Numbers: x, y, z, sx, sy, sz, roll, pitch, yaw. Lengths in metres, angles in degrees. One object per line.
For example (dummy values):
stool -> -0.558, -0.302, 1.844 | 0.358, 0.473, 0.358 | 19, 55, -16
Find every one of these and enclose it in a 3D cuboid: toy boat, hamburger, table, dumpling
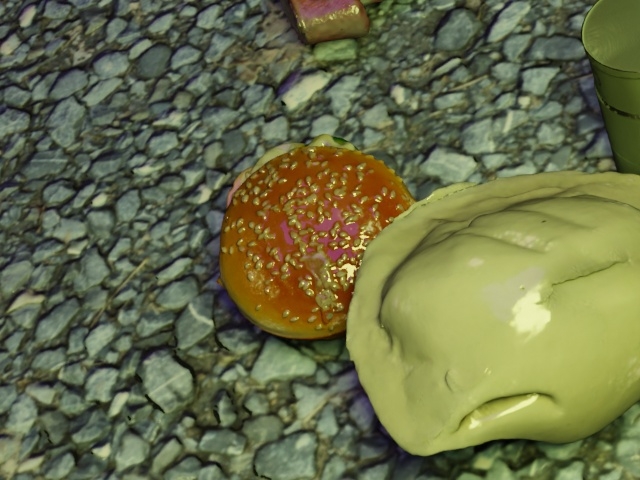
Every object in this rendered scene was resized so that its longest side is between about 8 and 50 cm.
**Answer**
toy boat -> 0.085, -0.335, 1.891 | 0.282, 0.096, 0.206 | -21, 34, -3
hamburger -> -0.003, 0.003, 1.619 | 0.237, 0.147, 0.237 | -12, 54, 17
table -> 0.339, -0.140, 1.521 | 0.126, 0.220, 0.126 | -12, 50, 14
dumpling -> 0.195, 0.034, 1.455 | 0.395, 0.233, 0.315 | -27, 50, -13
